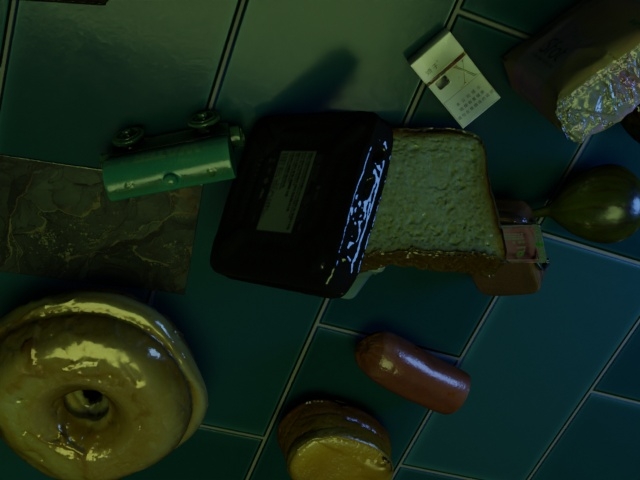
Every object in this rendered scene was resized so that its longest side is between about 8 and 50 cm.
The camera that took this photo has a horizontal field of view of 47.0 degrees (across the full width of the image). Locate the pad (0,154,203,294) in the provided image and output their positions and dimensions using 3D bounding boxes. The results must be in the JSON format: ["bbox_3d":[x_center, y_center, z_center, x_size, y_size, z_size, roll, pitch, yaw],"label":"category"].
[{"bbox_3d":[-0.414,-0.023,1.346,0.368,0.007,0.247,8,119,-11],"label":"pad"}]

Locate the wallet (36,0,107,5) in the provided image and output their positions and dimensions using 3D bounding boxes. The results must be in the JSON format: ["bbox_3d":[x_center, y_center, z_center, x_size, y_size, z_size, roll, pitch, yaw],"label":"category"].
[{"bbox_3d":[-0.423,-0.413,1.101,0.198,0.031,0.110,1,120,-7],"label":"wallet"}]

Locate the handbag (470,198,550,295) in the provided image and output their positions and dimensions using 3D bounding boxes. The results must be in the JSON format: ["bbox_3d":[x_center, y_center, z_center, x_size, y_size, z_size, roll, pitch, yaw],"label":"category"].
[{"bbox_3d":[0.344,0.015,1.376,0.151,0.072,0.193,1,127,34],"label":"handbag"}]

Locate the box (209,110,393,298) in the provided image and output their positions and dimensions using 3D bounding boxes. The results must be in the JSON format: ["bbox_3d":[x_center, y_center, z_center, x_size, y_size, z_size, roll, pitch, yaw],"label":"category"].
[{"bbox_3d":[-0.037,-0.067,1.158,0.073,0.289,0.290,29,74,-47],"label":"box"}]

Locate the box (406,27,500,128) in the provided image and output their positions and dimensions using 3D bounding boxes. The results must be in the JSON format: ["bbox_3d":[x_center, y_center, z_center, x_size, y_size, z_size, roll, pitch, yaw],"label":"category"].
[{"bbox_3d":[0.226,-0.274,1.246,0.084,0.040,0.154,-38,118,17],"label":"box"}]

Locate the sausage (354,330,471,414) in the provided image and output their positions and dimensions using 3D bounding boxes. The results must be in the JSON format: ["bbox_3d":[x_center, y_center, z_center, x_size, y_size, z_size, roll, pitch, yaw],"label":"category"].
[{"bbox_3d":[0.185,0.272,1.525,0.259,0.113,0.113,29,113,-21],"label":"sausage"}]

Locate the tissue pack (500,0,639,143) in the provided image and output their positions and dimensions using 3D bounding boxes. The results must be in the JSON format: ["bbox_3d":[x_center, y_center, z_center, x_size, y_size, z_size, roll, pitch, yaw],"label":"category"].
[{"bbox_3d":[0.420,-0.275,1.140,0.215,0.256,0.123,-34,115,12],"label":"tissue pack"}]

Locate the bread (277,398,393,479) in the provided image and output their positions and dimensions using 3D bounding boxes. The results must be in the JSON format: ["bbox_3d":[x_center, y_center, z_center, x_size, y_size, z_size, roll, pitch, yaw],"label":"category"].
[{"bbox_3d":[0.035,0.455,1.595,0.270,0.142,0.195,28,111,-23],"label":"bread"}]

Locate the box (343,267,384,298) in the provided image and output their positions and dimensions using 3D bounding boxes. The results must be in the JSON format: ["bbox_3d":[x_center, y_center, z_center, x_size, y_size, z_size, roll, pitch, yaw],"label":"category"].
[{"bbox_3d":[0.000,0.000,1.320,0.227,0.162,0.130,16,128,-14],"label":"box"}]

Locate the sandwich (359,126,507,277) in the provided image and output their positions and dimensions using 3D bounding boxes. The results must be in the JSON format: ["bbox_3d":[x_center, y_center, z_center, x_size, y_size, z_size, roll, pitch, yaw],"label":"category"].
[{"bbox_3d":[0.141,-0.068,1.239,0.301,0.271,0.099,0,150,-5],"label":"sandwich"}]

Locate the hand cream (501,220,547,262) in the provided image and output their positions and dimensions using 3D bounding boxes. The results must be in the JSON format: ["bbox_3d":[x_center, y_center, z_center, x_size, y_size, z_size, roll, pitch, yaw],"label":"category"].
[{"bbox_3d":[0.266,0.006,1.338,0.275,0.050,0.079,-2,152,27],"label":"hand cream"}]

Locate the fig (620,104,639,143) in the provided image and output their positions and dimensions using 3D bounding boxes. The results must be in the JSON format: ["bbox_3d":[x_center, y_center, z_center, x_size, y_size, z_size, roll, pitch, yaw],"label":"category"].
[{"bbox_3d":[0.605,-0.235,1.247,0.195,0.195,0.245,-40,151,17],"label":"fig"}]

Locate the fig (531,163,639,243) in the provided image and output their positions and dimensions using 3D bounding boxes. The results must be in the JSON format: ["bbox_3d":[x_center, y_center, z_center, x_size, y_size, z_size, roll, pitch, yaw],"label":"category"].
[{"bbox_3d":[0.463,-0.069,1.364,0.259,0.151,0.151,3,123,18],"label":"fig"}]

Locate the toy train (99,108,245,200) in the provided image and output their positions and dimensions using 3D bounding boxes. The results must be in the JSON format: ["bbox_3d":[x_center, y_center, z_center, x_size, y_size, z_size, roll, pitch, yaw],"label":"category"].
[{"bbox_3d":[-0.245,-0.133,1.214,0.248,0.159,0.101,-12,126,0],"label":"toy train"}]

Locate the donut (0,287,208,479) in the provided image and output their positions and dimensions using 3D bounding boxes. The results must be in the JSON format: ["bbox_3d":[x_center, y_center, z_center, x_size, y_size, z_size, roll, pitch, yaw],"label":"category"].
[{"bbox_3d":[-0.434,0.279,1.411,0.449,0.198,0.448,-3,122,-4],"label":"donut"}]
